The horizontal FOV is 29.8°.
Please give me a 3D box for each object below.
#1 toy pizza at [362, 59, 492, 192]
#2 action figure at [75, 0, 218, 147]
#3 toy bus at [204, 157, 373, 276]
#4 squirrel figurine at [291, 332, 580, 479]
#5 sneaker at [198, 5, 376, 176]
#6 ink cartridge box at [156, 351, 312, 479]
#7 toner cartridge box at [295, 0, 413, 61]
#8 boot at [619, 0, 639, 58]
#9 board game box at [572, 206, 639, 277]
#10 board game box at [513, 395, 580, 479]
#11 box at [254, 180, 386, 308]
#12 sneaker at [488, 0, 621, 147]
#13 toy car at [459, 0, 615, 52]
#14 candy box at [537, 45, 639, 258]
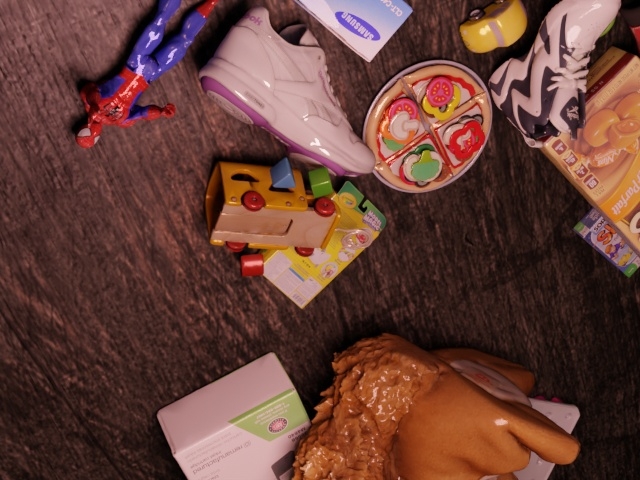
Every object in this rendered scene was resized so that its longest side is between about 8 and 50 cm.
[{"bbox_3d":[0.156,-0.156,1.693,0.201,0.032,0.201,-10,120,-18],"label":"toy pizza"},{"bbox_3d":[-0.201,-0.209,1.457,0.091,0.139,0.280,35,102,-32],"label":"action figure"},{"bbox_3d":[-0.057,-0.050,1.615,0.191,0.104,0.202,-23,142,14],"label":"toy bus"},{"bbox_3d":[0.128,0.349,1.761,0.397,0.281,0.370,21,104,-19],"label":"squirrel figurine"},{"bbox_3d":[-0.013,-0.185,1.558,0.305,0.114,0.152,34,80,-42],"label":"sneaker"},{"bbox_3d":[-0.096,0.335,1.803,0.198,0.115,0.273,-28,124,-7],"label":"ink cartridge box"},{"bbox_3d":[-0.039,-0.327,1.328,0.165,0.348,0.075,34,101,-33],"label":"toner cartridge box"},{"bbox_3d":[0.558,-0.331,1.700,0.244,0.088,0.176,-21,124,19],"label":"boot"},{"bbox_3d":[0.509,-0.054,1.895,0.136,0.035,0.201,34,100,-33],"label":"board game box"},{"bbox_3d":[0.195,0.405,2.004,0.390,0.050,0.390,13,111,-27],"label":"board game box"},{"bbox_3d":[0.000,0.000,1.707,0.179,0.043,0.105,-42,123,6],"label":"box"},{"bbox_3d":[0.335,-0.216,1.611,0.094,0.153,0.235,7,143,-43],"label":"sneaker"},{"bbox_3d":[0.330,-0.336,1.656,0.225,0.053,0.239,18,109,-29],"label":"toy car"},{"bbox_3d":[0.476,-0.112,1.785,0.183,0.087,0.316,-45,112,6],"label":"candy box"}]
